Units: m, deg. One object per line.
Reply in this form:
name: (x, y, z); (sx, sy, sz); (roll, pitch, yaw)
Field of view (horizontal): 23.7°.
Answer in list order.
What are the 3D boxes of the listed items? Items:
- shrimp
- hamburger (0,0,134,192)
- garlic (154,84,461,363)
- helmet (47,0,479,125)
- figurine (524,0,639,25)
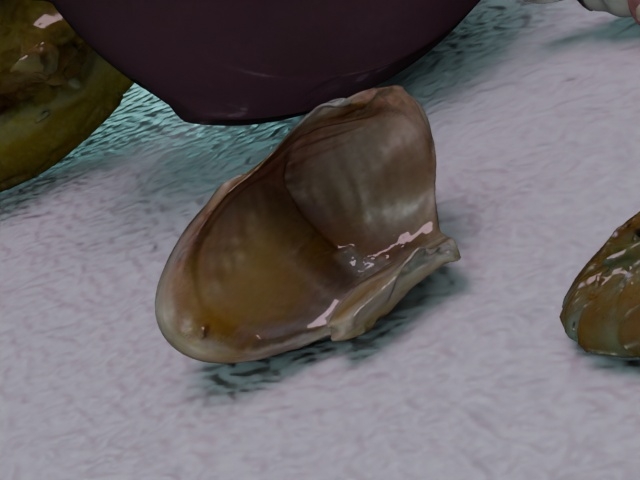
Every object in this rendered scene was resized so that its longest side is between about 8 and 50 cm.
shrimp: (0.159, -0.007, 0.647); (0.099, 0.041, 0.180); (-26, 19, 43)
hamburger: (-0.288, -0.183, 1.166); (0.445, 0.268, 0.287); (-24, 42, 5)
garlic: (-0.008, -0.007, 0.744); (0.174, 0.099, 0.124); (-34, 9, -17)
helmet: (-0.022, -0.181, 0.994); (0.338, 0.197, 0.271); (-36, 16, -8)
figurine: (0.186, -0.162, 0.878); (0.146, 0.081, 0.098); (-22, 23, 10)
